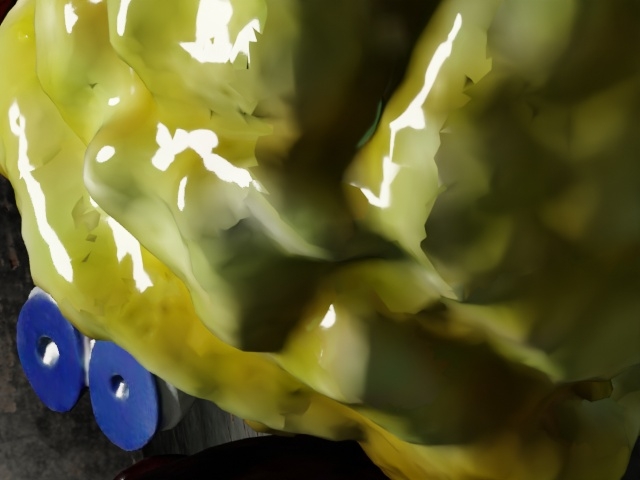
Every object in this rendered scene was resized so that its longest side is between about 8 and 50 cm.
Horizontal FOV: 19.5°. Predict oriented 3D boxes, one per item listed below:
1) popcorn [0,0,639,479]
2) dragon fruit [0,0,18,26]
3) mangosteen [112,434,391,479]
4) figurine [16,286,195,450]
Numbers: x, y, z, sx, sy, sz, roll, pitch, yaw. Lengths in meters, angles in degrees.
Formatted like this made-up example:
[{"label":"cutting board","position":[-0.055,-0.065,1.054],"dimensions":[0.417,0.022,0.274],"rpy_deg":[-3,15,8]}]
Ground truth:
[{"label":"popcorn","position":[0.029,-0.073,0.572],"dimensions":[0.335,0.279,0.274],"rpy_deg":[-104,4,-66]},{"label":"dragon fruit","position":[-0.162,-0.252,1.323],"dimensions":[0.227,0.243,0.307],"rpy_deg":[-99,23,-62]},{"label":"mangosteen","position":[0.026,0.275,0.664],"dimensions":[0.435,0.382,0.382],"rpy_deg":[54,155,27]},{"label":"figurine","position":[-0.010,-0.002,0.819],"dimensions":[0.194,0.274,0.133],"rpy_deg":[38,134,55]}]
